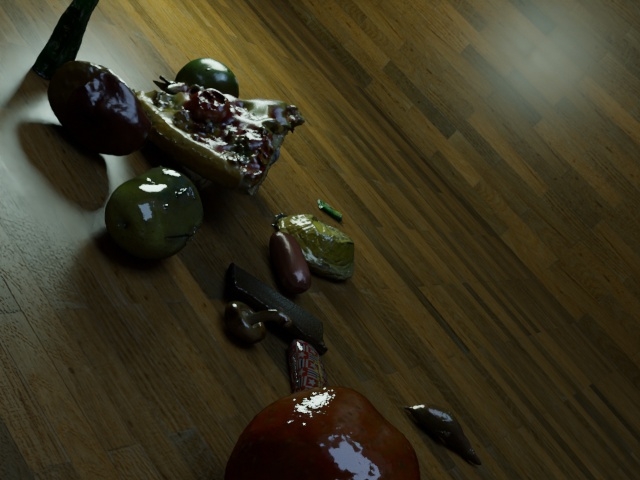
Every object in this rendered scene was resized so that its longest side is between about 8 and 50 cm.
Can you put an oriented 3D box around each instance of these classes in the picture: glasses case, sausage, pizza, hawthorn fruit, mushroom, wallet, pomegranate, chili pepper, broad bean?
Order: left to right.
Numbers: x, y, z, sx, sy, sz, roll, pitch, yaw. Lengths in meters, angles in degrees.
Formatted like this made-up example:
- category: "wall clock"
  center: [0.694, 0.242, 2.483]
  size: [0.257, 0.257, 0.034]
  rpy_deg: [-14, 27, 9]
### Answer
- category: "chili pepper"
  center: [-0.533, -0.445, 1.760]
  size: [0.088, 0.227, 0.059]
  rpy_deg: [12, 37, -46]
- category: "broad bean"
  center: [-0.451, -0.266, 1.664]
  size: [0.228, 0.156, 0.122]
  rpy_deg: [46, 16, -11]
- category: "pomegranate"
  center: [-0.324, -0.383, 2.122]
  size: [0.224, 0.181, 0.181]
  rpy_deg: [-15, 58, -41]
- category: "pizza"
  center: [-0.207, -0.284, 1.920]
  size: [0.440, 0.130, 0.406]
  rpy_deg: [37, 42, 28]
- category: "mushroom"
  center: [-0.121, 0.160, 1.539]
  size: [0.129, 0.072, 0.088]
  rpy_deg: [11, 3, 9]
- category: "wallet"
  center: [-0.091, 0.142, 1.683]
  size: [0.243, 0.039, 0.133]
  rpy_deg: [37, 12, -19]
- category: "sausage"
  center: [-0.070, 0.049, 1.859]
  size: [0.077, 0.077, 0.194]
  rpy_deg: [27, 26, -36]
- category: "glasses case"
  center: [-0.019, 0.263, 1.567]
  size: [0.073, 0.049, 0.194]
  rpy_deg: [33, 23, -26]
- category: "hawthorn fruit"
  center: [-0.008, 0.353, 1.134]
  size: [0.275, 0.275, 0.300]
  rpy_deg: [48, 35, 14]

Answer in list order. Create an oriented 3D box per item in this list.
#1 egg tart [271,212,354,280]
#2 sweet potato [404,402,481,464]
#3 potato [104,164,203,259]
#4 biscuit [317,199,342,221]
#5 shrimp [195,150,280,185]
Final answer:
- category: "egg tart"
  center: [0.000, 0.000, 2.060]
  size: [0.252, 0.098, 0.232]
  rpy_deg: [34, 19, -14]
- category: "sweet potato"
  center: [0.286, 0.418, 1.801]
  size: [0.226, 0.068, 0.068]
  rpy_deg: [39, 21, -11]
- category: "potato"
  center: [-0.306, -0.050, 1.524]
  size: [0.169, 0.143, 0.248]
  rpy_deg: [37, 21, 3]
- category: "biscuit"
  center: [0.031, -0.086, 2.379]
  size: [0.089, 0.016, 0.046]
  rpy_deg: [34, 22, -22]
- category: "shrimp"
  center: [-0.217, -0.213, 2.027]
  size: [0.145, 0.116, 0.343]
  rpy_deg: [47, 32, 5]
